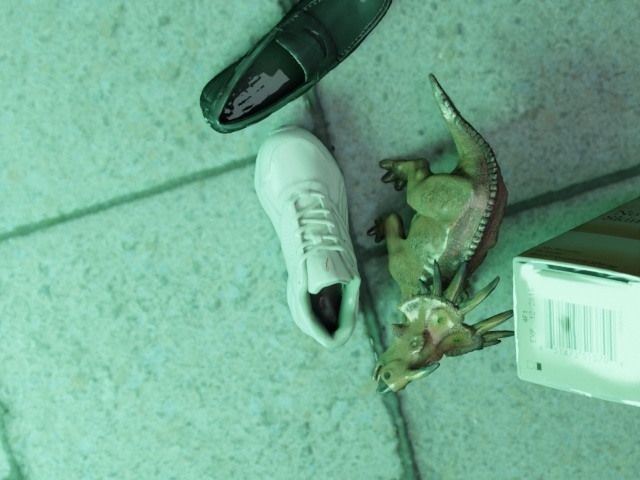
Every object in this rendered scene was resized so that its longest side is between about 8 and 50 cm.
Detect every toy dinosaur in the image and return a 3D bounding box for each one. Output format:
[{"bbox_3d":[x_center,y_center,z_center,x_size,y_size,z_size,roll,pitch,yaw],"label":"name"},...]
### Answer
[{"bbox_3d":[0.130,-0.002,1.509,0.127,0.200,0.296,9,103,-13],"label":"toy dinosaur"}]

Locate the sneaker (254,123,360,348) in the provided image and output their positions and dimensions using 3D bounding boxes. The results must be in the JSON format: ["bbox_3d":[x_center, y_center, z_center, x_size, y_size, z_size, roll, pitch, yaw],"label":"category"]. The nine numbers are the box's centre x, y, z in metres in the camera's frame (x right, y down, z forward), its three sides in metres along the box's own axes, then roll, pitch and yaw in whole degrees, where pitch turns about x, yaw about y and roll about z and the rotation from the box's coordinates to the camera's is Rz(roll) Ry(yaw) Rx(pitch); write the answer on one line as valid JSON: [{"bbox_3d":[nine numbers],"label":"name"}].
[{"bbox_3d":[0.000,0.000,1.528,0.090,0.115,0.232,-18,108,-6],"label":"sneaker"}]

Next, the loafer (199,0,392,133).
[{"bbox_3d":[-0.019,-0.179,1.494,0.223,0.078,0.076,-38,110,1],"label":"loafer"}]

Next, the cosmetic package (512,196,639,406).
[{"bbox_3d":[0.329,0.044,1.511,0.296,0.153,0.129,-22,114,-47],"label":"cosmetic package"}]
